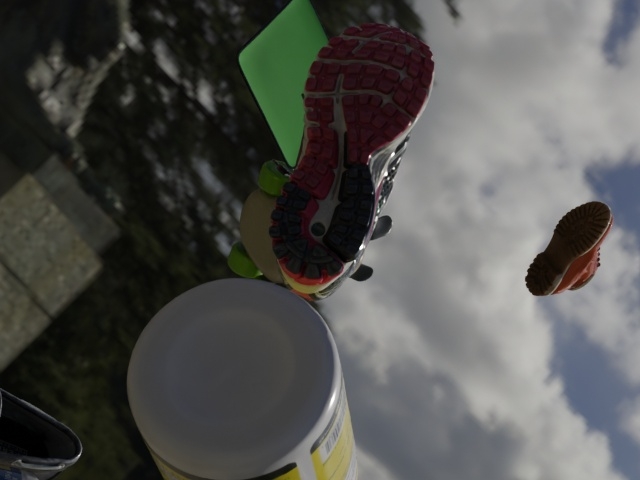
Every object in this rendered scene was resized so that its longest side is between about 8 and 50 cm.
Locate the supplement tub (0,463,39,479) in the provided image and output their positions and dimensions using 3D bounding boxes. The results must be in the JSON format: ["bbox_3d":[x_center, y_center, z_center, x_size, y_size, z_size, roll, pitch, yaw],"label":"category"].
[{"bbox_3d":[-0.356,0.250,1.207,0.199,0.144,0.144,18,-5,-19],"label":"supplement tub"}]

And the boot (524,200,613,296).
[{"bbox_3d":[0.340,0.010,1.810,0.084,0.158,0.059,4,45,-37],"label":"boot"}]

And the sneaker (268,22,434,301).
[{"bbox_3d":[0.022,-0.084,1.378,0.120,0.299,0.112,21,-20,7],"label":"sneaker"}]

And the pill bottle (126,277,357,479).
[{"bbox_3d":[-0.062,0.192,1.329,0.188,0.188,0.334,38,-21,25],"label":"pill bottle"}]

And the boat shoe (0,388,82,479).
[{"bbox_3d":[-0.377,0.184,1.456,0.301,0.102,0.108,37,37,-40],"label":"boat shoe"}]

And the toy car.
[{"bbox_3d":[0.000,0.000,1.800,0.188,0.155,0.149,5,32,-30],"label":"toy car"}]

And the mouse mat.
[{"bbox_3d":[-0.027,-0.186,1.593,0.007,0.190,0.153,-10,-63,34],"label":"mouse mat"}]
